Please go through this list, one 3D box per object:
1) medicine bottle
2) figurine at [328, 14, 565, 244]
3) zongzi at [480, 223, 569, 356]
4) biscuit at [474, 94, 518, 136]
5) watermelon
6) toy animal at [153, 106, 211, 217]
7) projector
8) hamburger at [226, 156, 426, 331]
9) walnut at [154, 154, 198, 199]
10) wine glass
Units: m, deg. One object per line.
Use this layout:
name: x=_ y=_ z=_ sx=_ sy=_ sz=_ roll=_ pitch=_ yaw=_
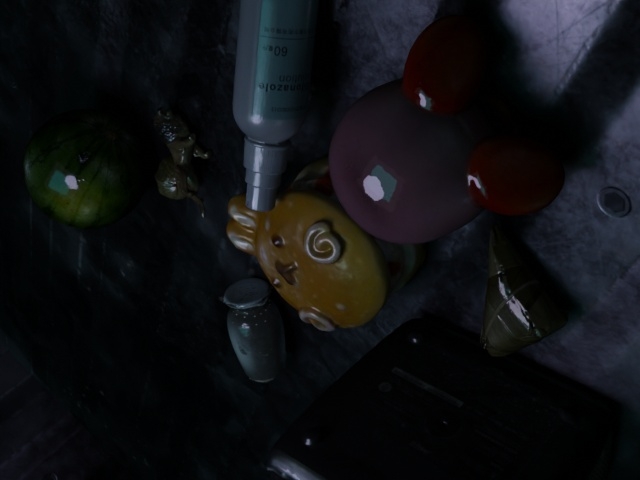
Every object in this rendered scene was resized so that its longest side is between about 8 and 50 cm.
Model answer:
medicine bottle: x=-0.071 y=-0.213 z=1.334 sx=0.110 sy=0.110 sz=0.351 roll=23 pitch=118 yaw=33
figurine: x=0.123 y=-0.108 z=1.193 sx=0.269 sy=0.211 sz=0.261 roll=60 pitch=150 yaw=-2
zongzi: x=0.264 y=0.081 z=1.361 sx=0.176 sy=0.078 sz=0.160 roll=57 pitch=146 yaw=8
biscuit: x=0.228 y=-0.151 z=1.232 sx=0.078 sy=0.015 sz=0.091 roll=24 pitch=138 yaw=33
watermelon: x=-0.462 y=-0.141 z=1.815 sx=0.242 sy=0.242 sz=0.242 roll=29 pitch=140 yaw=28
toy animal: x=-0.242 y=-0.147 z=1.693 sx=0.086 sy=0.069 sz=0.219 roll=-22 pitch=82 yaw=26
projector: x=0.189 y=0.352 z=1.398 sx=0.395 sy=0.405 sz=0.242 roll=24 pitch=136 yaw=34
hamburger: x=0.000 y=0.000 z=1.479 sx=0.303 sy=0.186 sz=0.261 roll=41 pitch=144 yaw=17
walnut: x=-0.278 y=-0.121 z=1.764 sx=0.092 sy=0.092 sz=0.092 roll=29 pitch=140 yaw=28
wine glass: x=-0.129 y=0.179 z=1.849 sx=0.111 sy=0.111 sz=0.204 roll=18 pitch=133 yaw=37
